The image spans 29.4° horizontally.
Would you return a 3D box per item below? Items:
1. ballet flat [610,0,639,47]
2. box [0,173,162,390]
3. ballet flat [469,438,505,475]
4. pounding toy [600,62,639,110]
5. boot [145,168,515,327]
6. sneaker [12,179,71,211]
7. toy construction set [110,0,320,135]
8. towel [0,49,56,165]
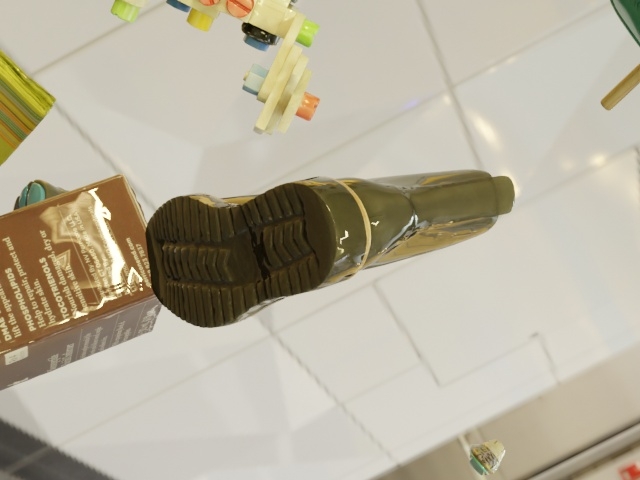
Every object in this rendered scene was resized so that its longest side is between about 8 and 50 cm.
[{"bbox_3d":[0.283,-0.080,0.734,0.123,0.123,0.348,57,14,-53],"label":"ballet flat"},{"bbox_3d":[-0.353,0.080,1.217,0.143,0.381,0.191,67,-18,10],"label":"box"},{"bbox_3d":[0.187,0.240,1.369,0.041,0.041,0.114,63,-1,14],"label":"ballet flat"},{"bbox_3d":[0.294,-0.154,0.886,0.141,0.100,0.130,8,-88,60],"label":"pounding toy"},{"bbox_3d":[0.000,0.000,0.693,0.198,0.137,0.077,-2,-83,52],"label":"boot"},{"bbox_3d":[-0.431,0.055,1.833,0.140,0.341,0.125,16,44,-33],"label":"sneaker"},{"bbox_3d":[-0.119,-0.263,1.348,0.328,0.151,0.215,39,13,-9],"label":"toy construction set"},{"bbox_3d":[-0.325,-0.116,1.136,0.102,0.021,0.237,46,-34,-11],"label":"towel"}]
